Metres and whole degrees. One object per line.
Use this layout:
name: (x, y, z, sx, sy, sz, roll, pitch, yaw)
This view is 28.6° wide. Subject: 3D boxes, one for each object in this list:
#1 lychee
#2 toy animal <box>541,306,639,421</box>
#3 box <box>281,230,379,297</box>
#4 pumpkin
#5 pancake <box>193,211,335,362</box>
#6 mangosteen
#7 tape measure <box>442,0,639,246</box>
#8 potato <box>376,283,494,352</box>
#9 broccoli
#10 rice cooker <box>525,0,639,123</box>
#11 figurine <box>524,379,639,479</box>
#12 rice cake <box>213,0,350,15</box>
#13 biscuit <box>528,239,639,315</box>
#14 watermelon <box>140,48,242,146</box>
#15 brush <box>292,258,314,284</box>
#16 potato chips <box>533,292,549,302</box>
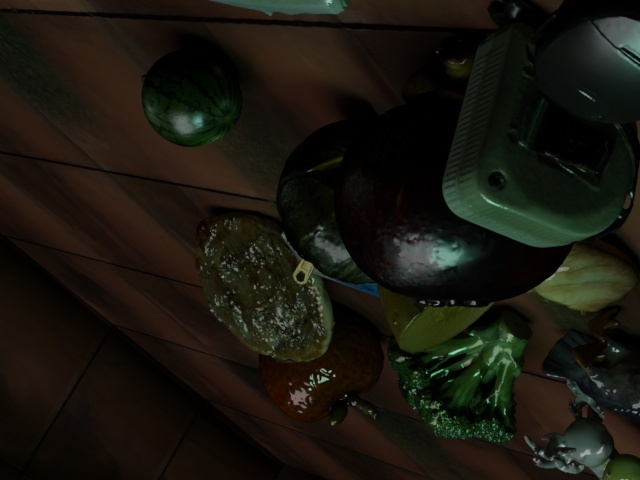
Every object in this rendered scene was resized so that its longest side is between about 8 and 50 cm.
lychee: (0.008, 0.260, 2.575, 0.300, 0.255, 0.255, 57, 165, 12)
toy animal: (0.467, 0.201, 1.942, 0.185, 0.122, 0.298, 36, 161, -19)
box: (0.048, 0.022, 2.165, 0.194, 0.073, 0.139, 19, 159, 29)
pumpkin: (0.054, -0.050, 1.731, 0.238, 0.238, 0.159, 30, 158, -2)
pancake: (-0.111, 0.093, 2.412, 0.356, 0.065, 0.356, 24, 131, 32)
mangosteen: (0.161, -0.062, 1.513, 0.297, 0.293, 0.297, -12, 166, -3)
tape measure: (0.252, -0.117, 1.341, 0.207, 0.235, 0.115, 20, 165, -16)
potato: (0.163, 0.066, 1.976, 0.158, 0.203, 0.178, 48, 164, 27)
broccoli: (0.254, 0.212, 2.172, 0.269, 0.254, 0.269, -3, 139, -3)
rice cooker: (0.286, -0.189, 1.206, 0.142, 0.118, 0.203, 33, 160, -13)
figurine: (0.521, 0.354, 2.191, 0.315, 0.206, 0.284, 19, 166, 10)
rice cake: (-0.081, -0.325, 1.511, 0.237, 0.043, 0.127, 14, 157, 40)
biscuit: (0.298, 0.031, 1.710, 0.299, 0.045, 0.154, 15, 143, -23)
watermelon: (-0.203, -0.212, 1.830, 0.187, 0.141, 0.141, 23, 161, 30)
brush: (0.000, 0.000, 2.088, 0.083, 0.011, 0.205, 33, 125, 5)
potato chips: (0.167, -0.018, 1.891, 0.407, 0.080, 0.057, 22, 176, 18)
